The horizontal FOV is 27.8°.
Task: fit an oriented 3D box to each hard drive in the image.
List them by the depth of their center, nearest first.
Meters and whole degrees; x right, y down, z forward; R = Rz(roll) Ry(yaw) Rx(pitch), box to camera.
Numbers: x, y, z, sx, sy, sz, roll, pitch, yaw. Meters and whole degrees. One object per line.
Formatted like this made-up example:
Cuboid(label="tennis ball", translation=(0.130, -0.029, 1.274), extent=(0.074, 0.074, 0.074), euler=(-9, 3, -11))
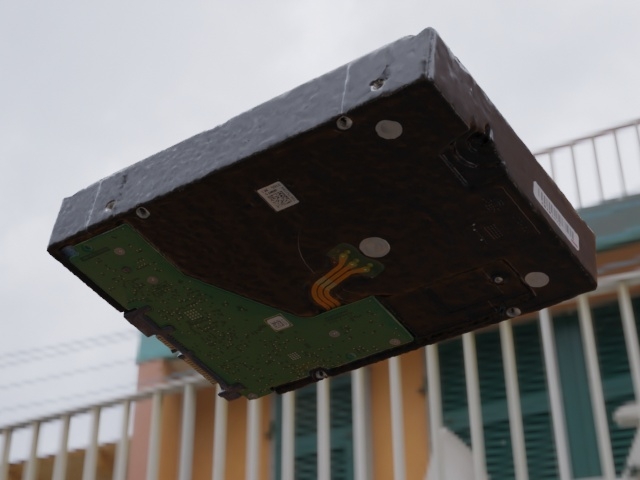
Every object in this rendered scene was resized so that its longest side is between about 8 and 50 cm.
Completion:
Cuboid(label="hard drive", translation=(0.000, 0.000, 0.955), extent=(0.339, 0.064, 0.237), euler=(-23, -50, 30))
